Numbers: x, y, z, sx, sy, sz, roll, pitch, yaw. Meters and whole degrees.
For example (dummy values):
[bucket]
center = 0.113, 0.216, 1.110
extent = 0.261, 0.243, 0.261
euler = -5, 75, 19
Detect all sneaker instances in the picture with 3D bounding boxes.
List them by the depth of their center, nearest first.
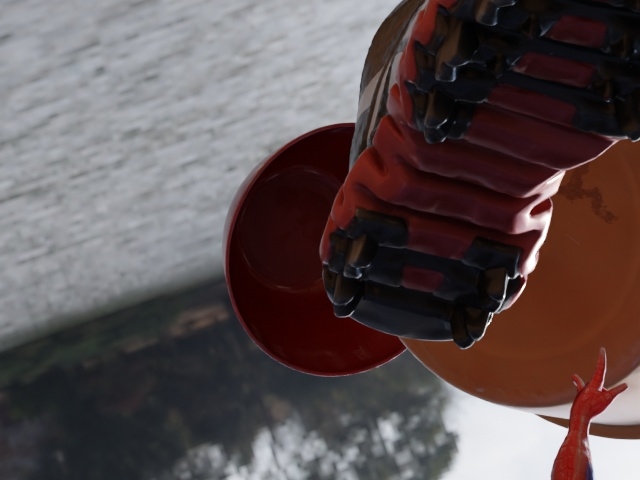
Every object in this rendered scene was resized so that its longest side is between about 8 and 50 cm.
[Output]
[sneaker]
center = 0.074, -0.074, 0.626
extent = 0.098, 0.135, 0.276
euler = 17, 144, -8

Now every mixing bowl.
[mixing bowl]
center = 0.000, 0.000, 1.149
extent = 0.181, 0.181, 0.098
euler = -19, -163, -19

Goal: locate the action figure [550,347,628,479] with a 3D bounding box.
[action figure]
center = 0.094, 0.163, 0.692
extent = 0.280, 0.091, 0.139
euler = -50, -172, 39

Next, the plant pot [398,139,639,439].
[plant pot]
center = 0.156, -0.014, 0.936
extent = 0.291, 0.290, 0.203
euler = -19, 173, 32
